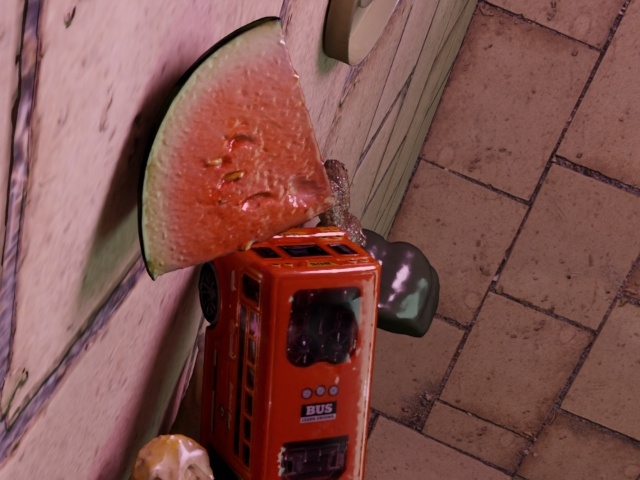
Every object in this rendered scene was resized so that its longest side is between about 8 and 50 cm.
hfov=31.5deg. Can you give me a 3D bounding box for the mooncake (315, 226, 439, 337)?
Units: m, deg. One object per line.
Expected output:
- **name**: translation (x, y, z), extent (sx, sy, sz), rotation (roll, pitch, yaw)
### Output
- **mooncake**: translation (0.055, 0.050, 1.329), extent (0.168, 0.175, 0.104), rotation (-28, -140, 68)

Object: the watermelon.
- **watermelon**: translation (-0.039, -0.031, 0.555), extent (0.135, 0.094, 0.125), rotation (-61, -179, -17)

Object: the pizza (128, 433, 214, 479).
- **pizza**: translation (-0.153, 0.287, 0.762), extent (0.226, 0.086, 0.335), rotation (-62, 173, -70)

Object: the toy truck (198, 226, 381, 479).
- **toy truck**: translation (-0.024, 0.122, 0.795), extent (0.114, 0.107, 0.253), rotation (-149, -121, -61)

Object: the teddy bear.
- **teddy bear**: translation (0.009, 0.001, 1.209), extent (0.119, 0.078, 0.160), rotation (-64, 174, -62)

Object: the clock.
- **clock**: translation (0.061, -0.253, 0.924), extent (0.235, 0.029, 0.235), rotation (23, 90, -84)

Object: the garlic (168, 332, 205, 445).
- **garlic**: translation (-0.074, 0.179, 0.972), extent (0.128, 0.115, 0.207), rotation (-59, 170, -15)
